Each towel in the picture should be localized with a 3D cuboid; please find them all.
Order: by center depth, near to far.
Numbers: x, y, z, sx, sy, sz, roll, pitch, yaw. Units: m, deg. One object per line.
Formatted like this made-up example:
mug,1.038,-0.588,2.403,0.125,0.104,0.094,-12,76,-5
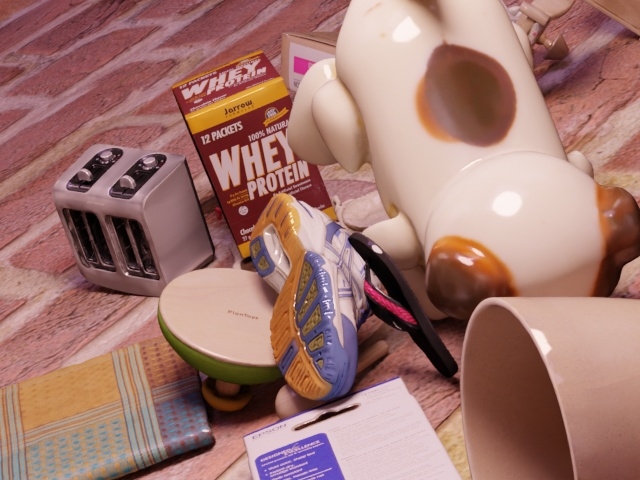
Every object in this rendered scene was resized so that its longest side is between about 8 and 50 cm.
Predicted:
towel,-0.306,0.221,1.972,0.370,0.040,0.271,-18,25,-2

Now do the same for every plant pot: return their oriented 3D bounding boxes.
plant pot,0.285,0.155,1.447,0.274,0.256,0.256,-8,21,-14

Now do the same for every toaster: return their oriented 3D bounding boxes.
toaster,-0.238,-0.022,2.289,0.168,0.185,0.110,11,39,36

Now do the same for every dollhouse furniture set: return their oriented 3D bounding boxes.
dollhouse furniture set,0.354,-0.287,2.360,0.174,0.303,0.355,32,47,3

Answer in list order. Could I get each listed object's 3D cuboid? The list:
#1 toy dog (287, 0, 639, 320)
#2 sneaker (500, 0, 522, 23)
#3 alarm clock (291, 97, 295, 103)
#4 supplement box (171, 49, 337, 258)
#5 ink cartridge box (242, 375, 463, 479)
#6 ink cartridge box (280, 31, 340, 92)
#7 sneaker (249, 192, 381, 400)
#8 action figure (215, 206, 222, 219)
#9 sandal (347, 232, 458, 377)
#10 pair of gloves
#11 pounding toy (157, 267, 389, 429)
toy dog,0.179,-0.078,1.861,0.284,0.395,0.408,-13,54,-18
sneaker,0.225,-0.320,2.567,0.191,0.083,0.071,-1,18,-43
alarm clock,-0.043,-0.164,2.562,0.129,0.064,0.192,-16,26,9
supplement box,-0.086,-0.112,2.233,0.129,0.194,0.191,-23,20,-3
ink cartridge box,0.035,0.234,1.613,0.176,0.069,0.371,-21,18,-3
ink cartridge box,0.077,-0.244,2.535,0.193,0.088,0.235,-5,15,-27
sneaker,0.017,0.061,1.873,0.112,0.131,0.296,-53,30,28
action figure,-0.093,-0.027,2.351,0.038,0.030,0.115,-37,33,-23
sandal,0.077,0.070,1.818,0.040,0.179,0.067,-33,-2,-10
pair of gloves,0.000,0.000,2.204,0.240,0.042,0.204,-18,23,3
pounding toy,-0.073,0.135,1.929,0.237,0.110,0.183,28,33,22
